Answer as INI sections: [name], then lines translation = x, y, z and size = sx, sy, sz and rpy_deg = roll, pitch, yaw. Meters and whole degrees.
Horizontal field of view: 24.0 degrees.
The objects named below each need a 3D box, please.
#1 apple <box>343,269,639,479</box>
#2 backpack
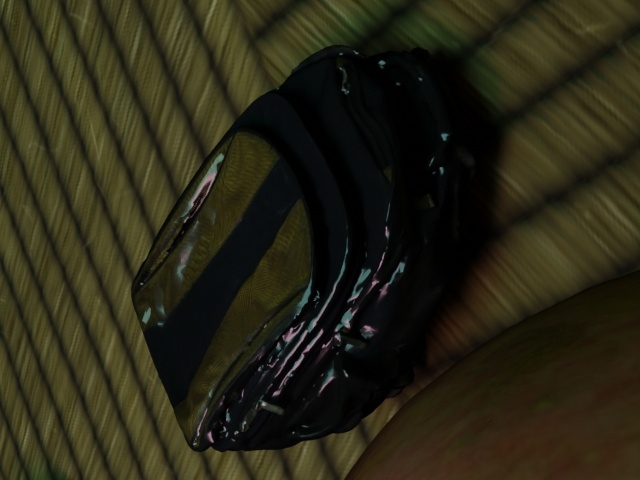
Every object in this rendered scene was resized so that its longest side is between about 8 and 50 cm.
[apple]
translation = 0.170, 0.176, 0.568
size = 0.364, 0.363, 0.364
rpy_deg = 20, 116, 46
[backpack]
translation = 0.000, 0.000, 0.903
size = 0.206, 0.133, 0.258
rpy_deg = 59, 133, 33
